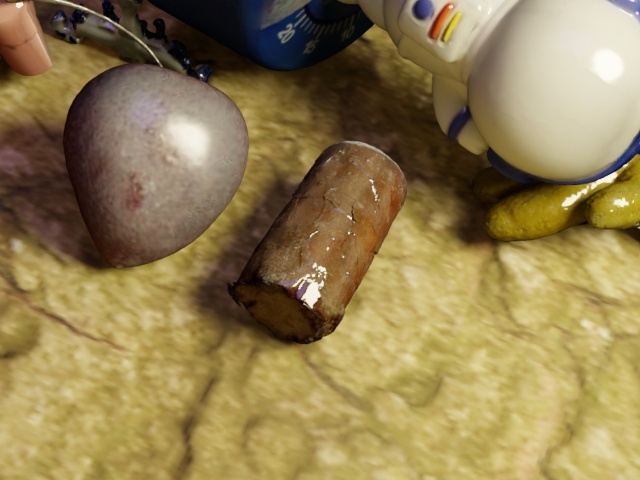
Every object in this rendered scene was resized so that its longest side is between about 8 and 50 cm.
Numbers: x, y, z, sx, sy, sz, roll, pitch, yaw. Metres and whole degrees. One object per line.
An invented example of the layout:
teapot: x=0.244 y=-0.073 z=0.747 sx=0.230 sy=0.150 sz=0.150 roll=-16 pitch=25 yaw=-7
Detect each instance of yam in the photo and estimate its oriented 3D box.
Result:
yam: x=0.001 y=0.001 z=0.910 sx=0.079 sy=0.079 sz=0.141 roll=23 pitch=56 yaw=11

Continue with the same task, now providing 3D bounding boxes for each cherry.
cherry: x=-0.144 y=-0.065 z=0.906 sx=0.188 sy=0.148 sz=0.115 roll=18 pitch=17 yaw=-25

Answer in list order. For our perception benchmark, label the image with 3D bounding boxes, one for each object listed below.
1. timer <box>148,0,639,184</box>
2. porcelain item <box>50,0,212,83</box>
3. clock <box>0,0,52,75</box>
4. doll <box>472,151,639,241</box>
timer: x=0.075 y=-0.181 z=0.933 sx=0.383 sy=0.270 sz=0.270 roll=41 pitch=61 yaw=19
porcelain item: x=-0.147 y=-0.164 z=1.011 sx=0.136 sy=0.075 sz=0.021 roll=23 pitch=58 yaw=10
clock: x=-0.343 y=-0.198 z=0.985 sx=0.241 sy=0.142 sz=0.227 roll=-18 pitch=73 yaw=-6
doll: x=0.218 y=-0.033 z=0.962 sx=0.209 sy=0.097 sz=0.137 roll=-9 pitch=23 yaw=7
